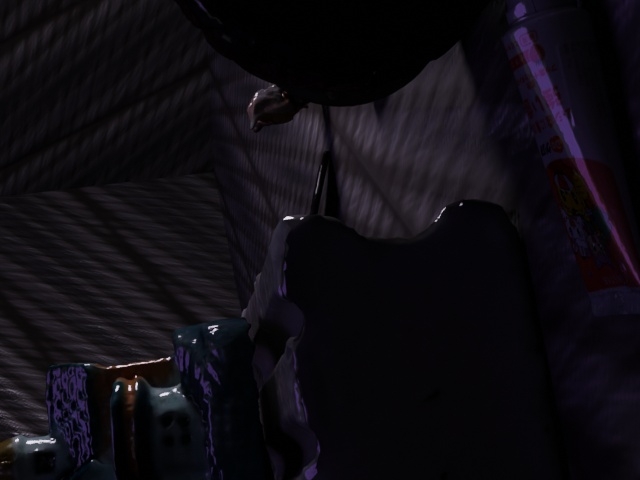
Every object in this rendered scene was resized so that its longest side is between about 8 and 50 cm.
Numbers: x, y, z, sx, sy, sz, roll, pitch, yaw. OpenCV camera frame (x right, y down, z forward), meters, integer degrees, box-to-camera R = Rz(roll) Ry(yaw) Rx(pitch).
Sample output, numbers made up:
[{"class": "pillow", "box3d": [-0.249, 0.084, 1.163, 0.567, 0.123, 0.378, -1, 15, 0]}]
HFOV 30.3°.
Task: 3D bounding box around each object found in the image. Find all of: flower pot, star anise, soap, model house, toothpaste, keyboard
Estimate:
[{"class": "flower pot", "box3d": [0.013, -0.232, 0.950, 0.267, 0.266, 0.266, 62, -161, -83]}, {"class": "star anise", "box3d": [-0.066, -0.291, 1.763, 0.218, 0.148, 0.227, -20, 87, 38]}, {"class": "soap", "box3d": [0.054, 0.177, 1.104, 0.435, 0.213, 0.350, 112, 152, -73]}, {"class": "model house", "box3d": [-0.187, 0.210, 1.094, 0.184, 0.291, 0.253, 130, 134, -84]}, {"class": "toothpaste", "box3d": [0.163, -0.067, 0.748, 0.089, 0.057, 0.234, 152, 103, -80]}, {"class": "keyboard", "box3d": [-0.013, -0.002, 1.936, 0.381, 0.041, 0.103, 90, -170, -57]}]
